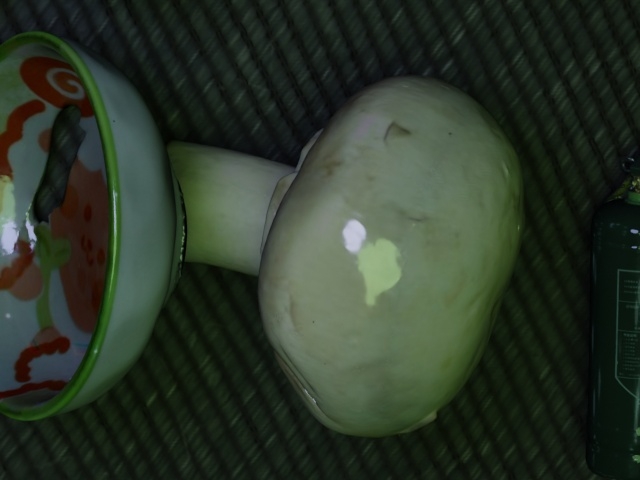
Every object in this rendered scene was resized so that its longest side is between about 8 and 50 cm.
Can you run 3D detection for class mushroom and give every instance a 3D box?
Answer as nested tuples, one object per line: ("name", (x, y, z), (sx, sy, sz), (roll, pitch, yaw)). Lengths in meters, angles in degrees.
("mushroom", (0.000, 0.000, 1.690), (0.336, 0.314, 0.314), (13, 104, 15))

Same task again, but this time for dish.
("dish", (-0.200, -0.011, 1.667), (0.124, 0.324, 0.324), (2, 106, -35))

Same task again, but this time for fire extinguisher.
("fire extinguisher", (0.296, 0.058, 1.799), (0.114, 0.095, 0.311), (-18, 112, -45))
